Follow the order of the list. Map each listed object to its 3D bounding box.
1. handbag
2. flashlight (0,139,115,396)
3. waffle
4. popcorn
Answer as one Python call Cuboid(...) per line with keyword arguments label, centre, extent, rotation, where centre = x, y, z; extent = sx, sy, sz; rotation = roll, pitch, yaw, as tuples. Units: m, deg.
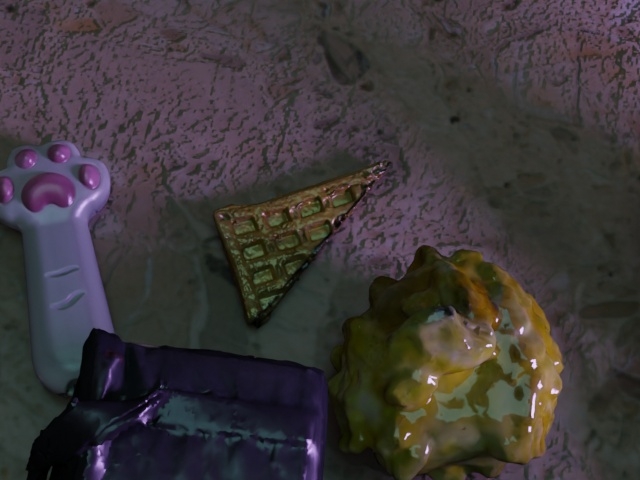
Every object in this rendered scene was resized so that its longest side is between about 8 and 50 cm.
Cuboid(label="handbag", centre=(-0.102, 0.188, 0.785), extent=(0.181, 0.181, 0.254), rotation=(12, 67, -9))
Cuboid(label="flashlight", centre=(-0.192, 0.018, 0.910), extent=(0.093, 0.047, 0.200), rotation=(-9, 69, -10))
Cuboid(label="waffle", centre=(0.000, 0.000, 0.952), extent=(0.153, 0.023, 0.097), rotation=(-18, 73, -14))
Cuboid(label="popcorn", centre=(0.085, 0.097, 0.872), extent=(0.173, 0.142, 0.173), rotation=(2, 84, -26))
